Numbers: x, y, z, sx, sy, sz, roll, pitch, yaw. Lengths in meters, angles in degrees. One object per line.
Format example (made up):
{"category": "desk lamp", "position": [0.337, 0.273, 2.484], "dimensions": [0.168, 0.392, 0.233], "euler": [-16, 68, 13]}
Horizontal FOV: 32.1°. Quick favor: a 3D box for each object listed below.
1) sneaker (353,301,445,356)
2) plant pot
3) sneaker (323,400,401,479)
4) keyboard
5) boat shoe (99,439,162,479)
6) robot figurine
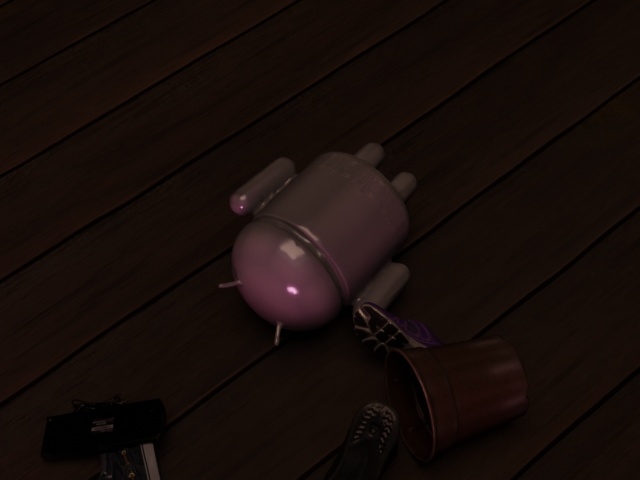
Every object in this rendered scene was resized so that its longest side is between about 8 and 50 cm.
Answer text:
{"category": "sneaker", "position": [0.120, 0.143, 1.684], "dimensions": [0.170, 0.068, 0.071], "euler": [35, 37, -20]}
{"category": "plant pot", "position": [0.199, 0.215, 1.600], "dimensions": [0.165, 0.167, 0.167], "euler": [-14, 53, -17]}
{"category": "sneaker", "position": [0.050, 0.334, 1.564], "dimensions": [0.087, 0.130, 0.227], "euler": [23, 85, 13]}
{"category": "keyboard", "position": [-0.315, 0.276, 1.645], "dimensions": [0.192, 0.038, 0.100], "euler": [-10, 45, 10]}
{"category": "boat shoe", "position": [-0.258, 0.368, 1.561], "dimensions": [0.083, 0.065, 0.183], "euler": [-15, 47, -7]}
{"category": "robot figurine", "position": [0.000, 0.000, 1.737], "dimensions": [0.300, 0.200, 0.353], "euler": [40, 63, 8]}
